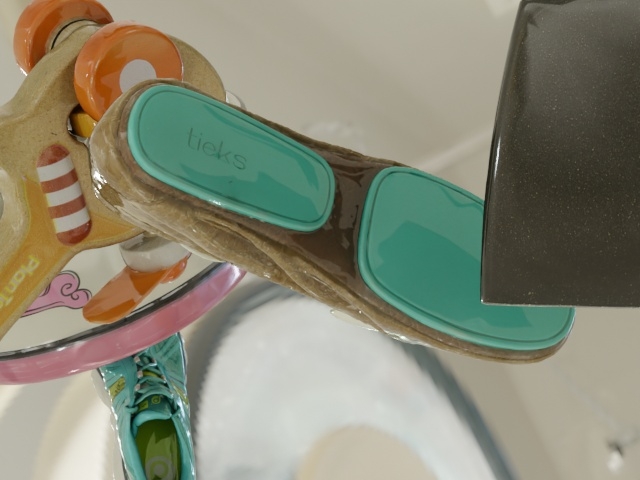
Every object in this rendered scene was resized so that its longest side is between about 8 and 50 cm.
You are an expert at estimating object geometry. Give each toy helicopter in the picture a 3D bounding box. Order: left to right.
[{"bbox_3d":[-0.201,-0.007,1.541,0.235,0.355,0.140,43,171,-38],"label":"toy helicopter"}]

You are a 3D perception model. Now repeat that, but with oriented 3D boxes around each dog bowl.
[{"bbox_3d":[-0.243,-0.003,1.977,0.408,0.408,0.150,-98,-12,-69],"label":"dog bowl"}]

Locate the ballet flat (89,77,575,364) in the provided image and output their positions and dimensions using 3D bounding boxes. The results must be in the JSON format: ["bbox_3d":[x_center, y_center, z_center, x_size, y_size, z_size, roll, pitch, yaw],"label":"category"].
[{"bbox_3d":[0.000,0.000,1.283,0.342,0.124,0.116,21,-115,-19],"label":"ballet flat"}]

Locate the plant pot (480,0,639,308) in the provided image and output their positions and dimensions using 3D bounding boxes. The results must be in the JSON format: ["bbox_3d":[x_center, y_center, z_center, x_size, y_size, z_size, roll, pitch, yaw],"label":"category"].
[{"bbox_3d":[0.201,-0.065,1.075,0.187,0.188,0.167,-20,-76,-50],"label":"plant pot"}]

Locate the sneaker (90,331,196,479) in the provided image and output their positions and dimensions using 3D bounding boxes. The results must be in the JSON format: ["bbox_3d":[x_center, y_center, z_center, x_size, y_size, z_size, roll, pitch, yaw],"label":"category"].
[{"bbox_3d":[-0.175,0.159,2.024,0.110,0.107,0.275,134,122,-73],"label":"sneaker"}]
